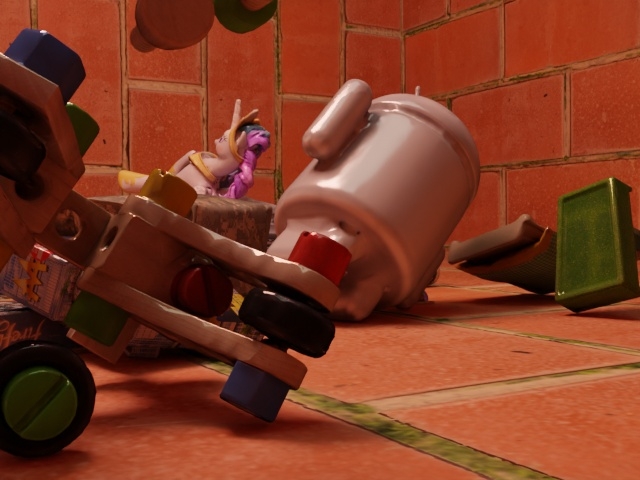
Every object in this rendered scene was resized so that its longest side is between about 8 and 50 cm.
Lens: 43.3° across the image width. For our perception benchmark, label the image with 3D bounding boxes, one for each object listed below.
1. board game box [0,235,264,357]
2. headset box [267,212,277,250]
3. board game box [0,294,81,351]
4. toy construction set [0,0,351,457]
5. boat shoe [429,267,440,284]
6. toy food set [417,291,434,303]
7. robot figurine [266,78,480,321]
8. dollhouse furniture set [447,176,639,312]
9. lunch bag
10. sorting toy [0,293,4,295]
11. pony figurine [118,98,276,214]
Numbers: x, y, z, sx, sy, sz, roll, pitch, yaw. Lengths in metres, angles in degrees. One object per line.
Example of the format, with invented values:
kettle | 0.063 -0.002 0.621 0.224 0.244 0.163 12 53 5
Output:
board game box | -0.180 0.051 0.739 0.194 0.060 0.194 8 18 -38
headset box | 0.000 0.000 1.417 0.293 0.110 0.218 -23 17 -36
board game box | -0.294 0.081 0.808 0.165 0.042 0.243 0 1 32
toy construction set | -0.133 -0.037 0.520 0.257 0.308 0.237 8 -3 -26
boat shoe | 0.116 0.046 1.489 0.206 0.075 0.065 6 2 34
toy food set | 0.114 0.079 1.191 0.078 0.019 0.122 -1 1 -24
robot figurine | 0.078 -0.054 1.038 0.200 0.300 0.353 4 42 40
dollhouse furniture set | 0.339 0.058 1.114 0.198 0.151 0.301 23 -30 -31
lunch bag | -0.253 0.010 1.221 0.287 0.168 0.235 5 3 23
sorting toy | -0.467 0.075 1.143 0.061 0.042 0.102 -1 1 -9
pony figurine | -0.221 -0.055 1.570 0.363 0.351 0.303 -23 -16 35
